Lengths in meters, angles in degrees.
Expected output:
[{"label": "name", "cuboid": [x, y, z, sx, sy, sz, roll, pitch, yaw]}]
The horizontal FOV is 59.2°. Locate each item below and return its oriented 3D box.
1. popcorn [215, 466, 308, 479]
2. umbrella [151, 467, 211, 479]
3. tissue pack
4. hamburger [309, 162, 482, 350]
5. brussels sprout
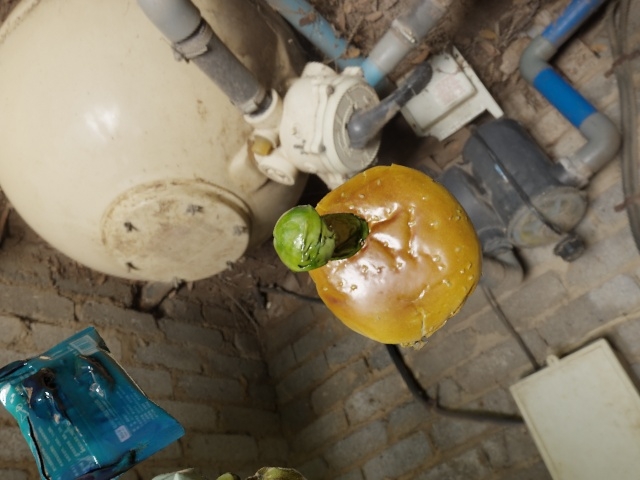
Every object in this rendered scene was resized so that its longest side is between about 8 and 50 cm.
[{"label": "popcorn", "cuboid": [-0.011, 0.373, 0.476, 0.290, 0.326, 0.321, 8, 95, -35]}, {"label": "umbrella", "cuboid": [-0.057, 0.147, 0.203, 0.062, 0.143, 0.067, 27, 103, -10]}, {"label": "tissue pack", "cuboid": [-0.162, 0.107, 0.373, 0.085, 0.138, 0.028, -28, 135, -36]}, {"label": "hamburger", "cuboid": [0.126, 0.026, 0.990, 0.290, 0.314, 0.170, -38, 165, 6]}, {"label": "brussels sprout", "cuboid": [0.000, 0.000, 0.405, 0.051, 0.046, 0.083, -16, 169, 31]}]
